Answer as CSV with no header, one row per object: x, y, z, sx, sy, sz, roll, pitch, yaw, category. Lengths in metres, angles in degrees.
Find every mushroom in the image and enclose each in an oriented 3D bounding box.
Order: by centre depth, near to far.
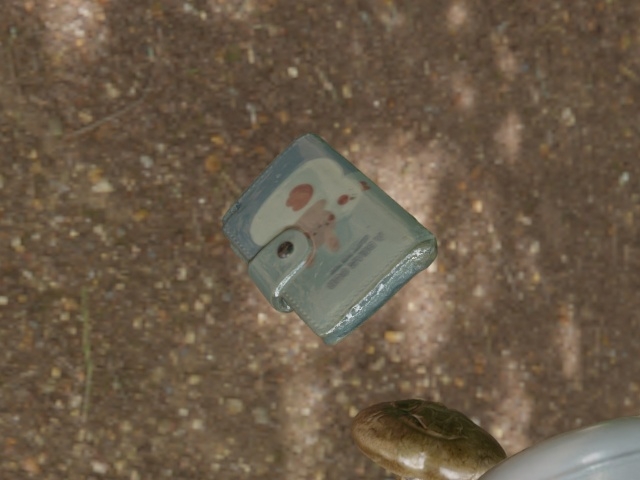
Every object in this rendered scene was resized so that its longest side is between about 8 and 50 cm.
0.185,0.351,2.058,0.278,0.278,0.146,11,99,-55,mushroom

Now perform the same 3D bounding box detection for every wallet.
0.000,0.000,1.910,0.252,0.360,0.083,-45,136,0,wallet

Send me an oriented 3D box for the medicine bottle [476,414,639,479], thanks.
0.279,0.335,1.079,0.245,0.245,0.306,27,41,-53,medicine bottle
